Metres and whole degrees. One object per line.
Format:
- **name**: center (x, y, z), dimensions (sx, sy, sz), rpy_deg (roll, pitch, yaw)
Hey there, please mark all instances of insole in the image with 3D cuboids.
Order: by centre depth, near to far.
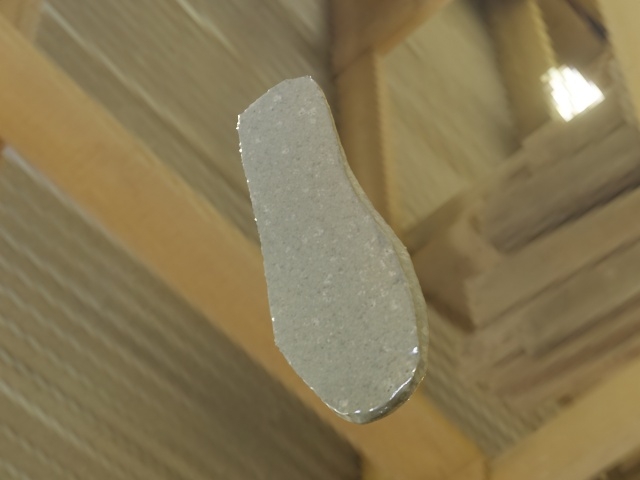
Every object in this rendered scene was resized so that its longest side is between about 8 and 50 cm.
- **insole**: center (0.000, 0.000, 0.651), dimensions (0.010, 0.063, 0.192), rpy_deg (43, -161, -41)
